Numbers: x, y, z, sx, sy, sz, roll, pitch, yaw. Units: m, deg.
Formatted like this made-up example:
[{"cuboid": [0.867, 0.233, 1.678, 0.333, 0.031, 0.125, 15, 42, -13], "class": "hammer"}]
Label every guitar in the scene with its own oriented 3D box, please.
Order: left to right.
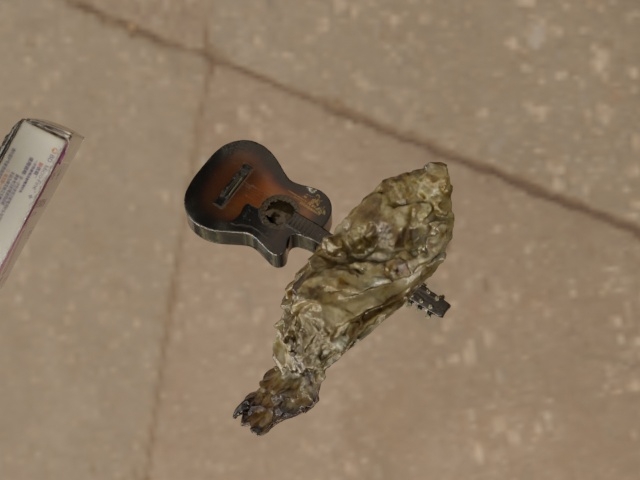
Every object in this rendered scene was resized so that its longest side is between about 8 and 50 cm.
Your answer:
[{"cuboid": [0.000, 0.000, 1.443, 0.233, 0.088, 0.025, 29, 155, 17], "class": "guitar"}]

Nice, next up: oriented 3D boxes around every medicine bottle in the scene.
[{"cuboid": [-0.273, -0.031, 1.619, 0.171, 0.052, 0.201, -61, 5, 0], "class": "medicine bottle"}]

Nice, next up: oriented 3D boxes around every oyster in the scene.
[{"cuboid": [0.012, 0.029, 0.987, 0.056, 0.105, 0.177, 41, 107, 0], "class": "oyster"}]
